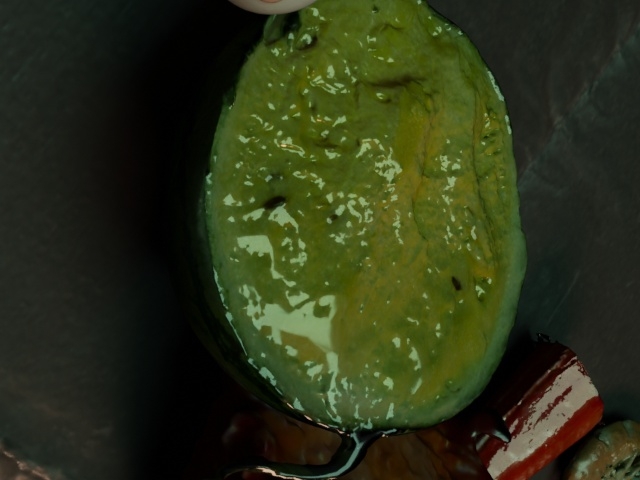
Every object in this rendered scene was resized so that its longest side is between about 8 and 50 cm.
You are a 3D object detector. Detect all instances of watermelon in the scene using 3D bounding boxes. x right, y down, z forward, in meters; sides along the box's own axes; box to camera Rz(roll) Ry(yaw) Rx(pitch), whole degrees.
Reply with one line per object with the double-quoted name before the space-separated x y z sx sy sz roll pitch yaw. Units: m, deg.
"watermelon" 0.002 -0.007 0.632 0.204 0.127 0.232 1 90 -41

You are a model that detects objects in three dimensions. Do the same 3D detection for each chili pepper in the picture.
"chili pepper" 0.116 0.146 0.884 0.169 0.065 0.088 -39 133 -16

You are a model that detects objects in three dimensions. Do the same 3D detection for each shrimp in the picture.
"shrimp" 0.256 0.193 1.050 0.184 0.043 0.091 17 96 -46

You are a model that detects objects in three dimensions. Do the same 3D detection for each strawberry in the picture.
"strawberry" -0.008 0.159 0.722 0.178 0.234 0.234 -39 144 25

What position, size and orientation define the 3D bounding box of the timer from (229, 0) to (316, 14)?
"timer" 0.043 -0.203 0.513 0.315 0.291 0.291 -25 131 -2
